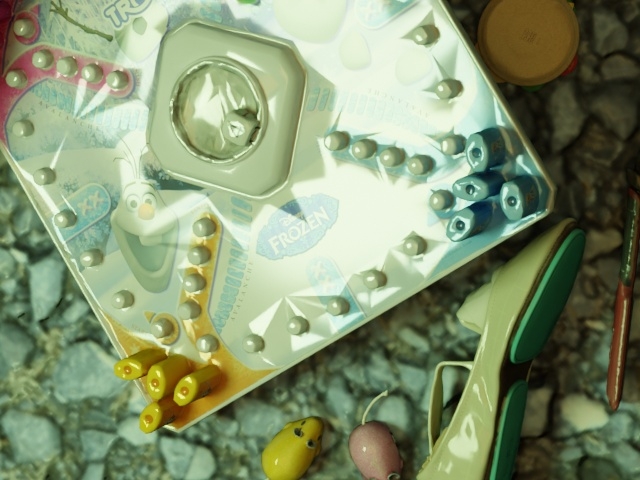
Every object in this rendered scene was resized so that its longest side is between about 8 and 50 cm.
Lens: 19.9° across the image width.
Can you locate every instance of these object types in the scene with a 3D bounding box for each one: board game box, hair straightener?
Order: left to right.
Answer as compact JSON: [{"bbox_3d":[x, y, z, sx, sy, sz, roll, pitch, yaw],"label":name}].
[{"bbox_3d":[-0.079,-0.097,1.382,0.390,0.050,0.390,-32,86,26],"label":"board game box"},{"bbox_3d":[0.278,0.023,1.441,0.089,0.047,0.230,4,91,5],"label":"hair straightener"}]

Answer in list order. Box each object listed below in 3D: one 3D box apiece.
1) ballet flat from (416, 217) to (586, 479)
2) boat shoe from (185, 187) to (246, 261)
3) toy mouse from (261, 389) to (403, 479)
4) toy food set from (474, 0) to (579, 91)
[{"bbox_3d":[0.134,0.092,1.442,0.086,0.086,0.248,17,97,4],"label":"ballet flat"},{"bbox_3d":[-0.001,0.000,1.449,0.227,0.079,0.081,6,101,11],"label":"boat shoe"},{"bbox_3d":[0.021,0.202,1.480,0.143,0.031,0.161,45,97,1],"label":"toy mouse"},{"bbox_3d":[0.165,-0.160,1.444,0.082,0.020,0.083,12,95,4],"label":"toy food set"}]
